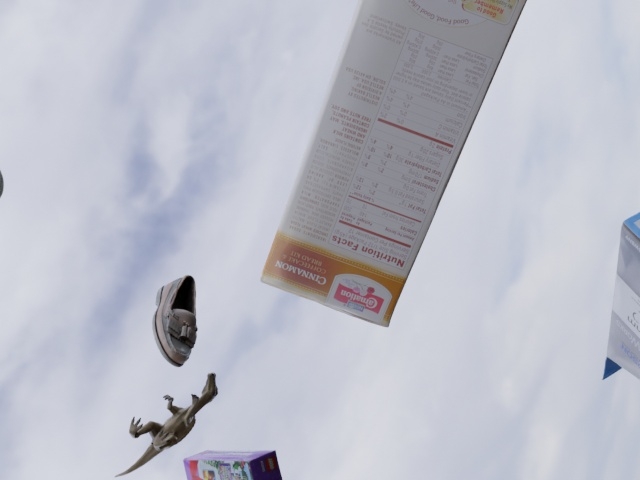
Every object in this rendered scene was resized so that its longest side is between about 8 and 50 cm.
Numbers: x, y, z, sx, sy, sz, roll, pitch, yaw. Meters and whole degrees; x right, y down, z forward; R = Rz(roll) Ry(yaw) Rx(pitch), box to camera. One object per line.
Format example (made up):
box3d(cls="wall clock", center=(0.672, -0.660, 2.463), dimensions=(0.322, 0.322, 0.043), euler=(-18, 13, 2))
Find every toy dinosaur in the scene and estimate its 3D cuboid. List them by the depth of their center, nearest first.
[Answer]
box3d(cls="toy dinosaur", center=(-0.188, 0.236, 1.081), dimensions=(0.183, 0.053, 0.092), euler=(-45, -24, -2))

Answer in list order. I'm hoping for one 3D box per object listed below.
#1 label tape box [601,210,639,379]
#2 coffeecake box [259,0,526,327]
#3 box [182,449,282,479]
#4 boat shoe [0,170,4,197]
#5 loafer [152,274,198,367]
box3d(cls="label tape box", center=(0.458, 0.057, 1.021), dimensions=(0.241, 0.106, 0.333), euler=(-29, -39, -9))
box3d(cls="coffeecake box", center=(0.040, -0.074, 0.443), dimensions=(0.142, 0.068, 0.185), euler=(-71, 2, -67))
box3d(cls="box", center=(-0.113, 0.478, 1.404), dimensions=(0.057, 0.201, 0.293), euler=(-12, -93, -40))
box3d(cls="boat shoe", center=(-0.621, -0.136, 1.345), dimensions=(0.305, 0.091, 0.109), euler=(35, -133, -47))
box3d(cls="loafer", center=(-0.146, 0.078, 0.921), dimensions=(0.045, 0.039, 0.125), euler=(42, -165, -30))
